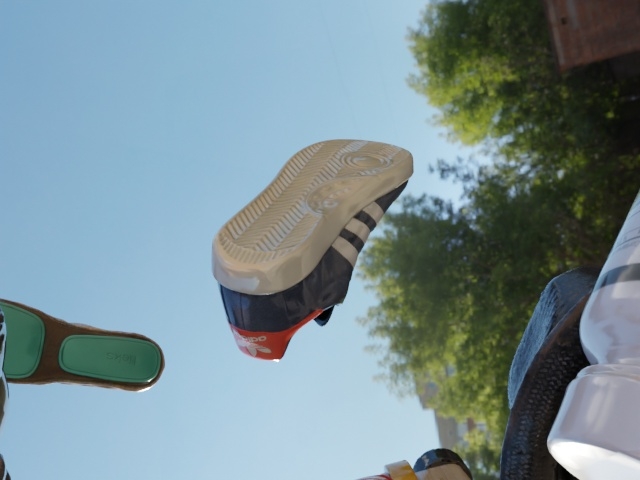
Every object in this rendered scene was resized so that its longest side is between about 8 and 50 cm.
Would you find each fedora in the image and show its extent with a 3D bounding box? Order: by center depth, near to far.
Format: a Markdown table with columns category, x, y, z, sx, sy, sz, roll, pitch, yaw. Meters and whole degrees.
| category | x | y | z | sx | sy | sz | roll | pitch | yaw |
| --- | --- | --- | --- | --- | --- | --- | --- | --- | --- |
| fedora | 0.266 | 0.143 | 0.637 | 0.334 | 0.334 | 0.152 | 67 | 171 | -24 |

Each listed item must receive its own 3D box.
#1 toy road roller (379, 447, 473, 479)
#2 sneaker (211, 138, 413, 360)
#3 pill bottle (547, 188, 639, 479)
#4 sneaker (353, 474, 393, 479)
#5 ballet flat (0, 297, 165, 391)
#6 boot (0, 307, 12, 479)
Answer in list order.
| category | x | y | z | sx | sy | sz | roll | pitch | yaw |
| --- | --- | --- | --- | --- | --- | --- | --- | --- | --- |
| toy road roller | 0.153 | 0.504 | 1.096 | 0.202 | 0.240 | 0.330 | -130 | 28 | -79 |
| sneaker | 0.000 | 0.000 | 0.784 | 0.350 | 0.131 | 0.148 | -41 | -42 | -48 |
| pill bottle | 0.255 | 0.026 | 0.413 | 0.283 | 0.161 | 0.161 | -58 | -42 | -18 |
| sneaker | 0.114 | 0.313 | 0.811 | 0.128 | 0.221 | 0.087 | -13 | -66 | -74 |
| ballet flat | -0.376 | 0.154 | 0.969 | 0.316 | 0.106 | 0.108 | 19 | -111 | -18 |
| boot | -0.264 | 0.177 | 0.289 | 0.338 | 0.118 | 0.223 | -30 | -40 | -46 |
